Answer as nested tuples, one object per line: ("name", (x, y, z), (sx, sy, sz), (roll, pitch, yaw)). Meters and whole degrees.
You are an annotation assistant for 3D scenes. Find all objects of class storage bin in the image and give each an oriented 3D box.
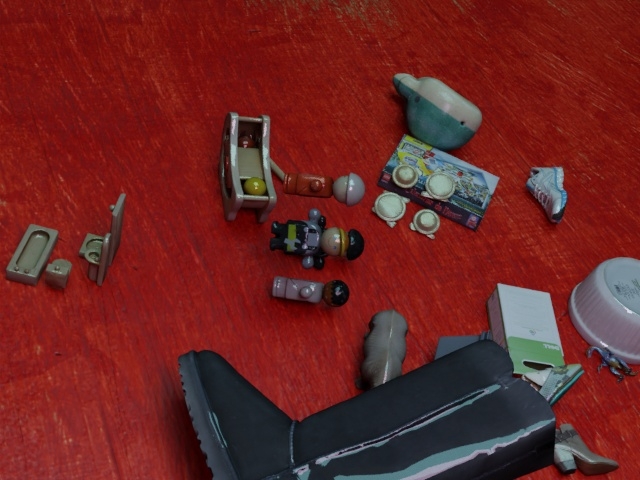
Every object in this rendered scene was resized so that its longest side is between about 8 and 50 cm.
("storage bin", (0.243, 0.224, 1.491), (0.091, 0.098, 0.135), (0, 39, 20))

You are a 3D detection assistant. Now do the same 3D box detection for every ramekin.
("ramekin", (0.602, 0.128, 1.699), (0.207, 0.109, 0.207), (10, 44, -10))

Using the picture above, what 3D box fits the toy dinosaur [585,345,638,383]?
("toy dinosaur", (0.541, 0.230, 1.640), (0.090, 0.047, 0.082), (24, 19, -49))

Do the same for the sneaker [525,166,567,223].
("sneaker", (0.498, -0.104, 1.937), (0.083, 0.071, 0.190), (11, 35, 0))

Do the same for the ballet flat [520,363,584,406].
("ballet flat", (0.352, 0.271, 1.452), (0.079, 0.077, 0.221), (35, 68, 21))

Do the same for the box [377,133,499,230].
("box", (0.256, -0.128, 1.879), (0.233, 0.044, 0.159), (26, 43, 7))

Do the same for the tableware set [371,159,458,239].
("tableware set", (0.195, -0.089, 1.792), (0.141, 0.020, 0.168), (25, 70, 5))

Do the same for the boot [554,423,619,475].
("boot", (0.432, 0.348, 1.461), (0.118, 0.042, 0.087), (4, 43, -17))

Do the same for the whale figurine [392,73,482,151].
("whale figurine", (0.246, -0.296, 2.003), (0.216, 0.141, 0.272), (26, 12, -35))

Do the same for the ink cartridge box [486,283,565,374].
("ink cartridge box", (0.375, 0.182, 1.593), (0.109, 0.062, 0.209), (11, 44, -10))

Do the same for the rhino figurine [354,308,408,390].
("rhino figurine", (0.099, 0.213, 1.426), (0.073, 0.106, 0.243), (16, 42, -3))

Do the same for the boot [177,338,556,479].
("boot", (0.054, 0.233, 1.236), (0.445, 0.146, 0.367), (-23, 52, -7))

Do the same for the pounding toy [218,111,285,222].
("pounding toy", (-0.112, -0.157, 1.692), (0.155, 0.154, 0.269), (2, 46, -18))

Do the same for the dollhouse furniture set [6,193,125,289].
("dollhouse furniture set", (-0.421, -0.006, 1.445), (0.151, 0.123, 0.144), (15, 43, -5))

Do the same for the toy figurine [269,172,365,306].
("toy figurine", (0.000, 0.000, 1.530), (0.148, 0.213, 0.209), (6, 42, 5))
